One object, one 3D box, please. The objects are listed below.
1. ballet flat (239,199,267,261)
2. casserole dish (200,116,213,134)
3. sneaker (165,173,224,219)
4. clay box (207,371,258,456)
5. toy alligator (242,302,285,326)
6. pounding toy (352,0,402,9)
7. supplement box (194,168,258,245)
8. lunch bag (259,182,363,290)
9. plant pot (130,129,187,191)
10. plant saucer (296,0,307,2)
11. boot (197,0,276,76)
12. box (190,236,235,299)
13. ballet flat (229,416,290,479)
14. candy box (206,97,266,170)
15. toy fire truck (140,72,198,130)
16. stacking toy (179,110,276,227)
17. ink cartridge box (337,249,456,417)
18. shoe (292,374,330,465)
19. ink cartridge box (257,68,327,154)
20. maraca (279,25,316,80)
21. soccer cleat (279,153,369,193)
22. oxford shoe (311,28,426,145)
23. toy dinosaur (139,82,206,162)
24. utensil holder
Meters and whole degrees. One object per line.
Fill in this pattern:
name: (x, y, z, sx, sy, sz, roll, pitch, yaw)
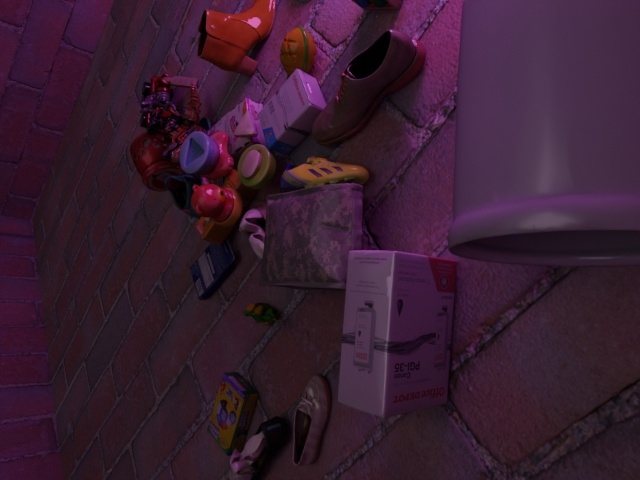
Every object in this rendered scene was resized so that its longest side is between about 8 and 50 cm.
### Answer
ballet flat: (-0.166, -0.020, 1.288, 0.108, 0.106, 0.316, -57, 48, 22)
casserole dish: (-0.441, -0.366, 1.679, 0.188, 0.036, 0.114, -46, 54, 31)
sneaker: (-0.431, -0.211, 1.538, 0.123, 0.178, 0.296, -22, 67, 41)
clay box: (-0.263, 0.517, 1.331, 0.127, 0.053, 0.222, 24, 100, 45)
toy alligator: (-0.148, 0.203, 1.274, 0.189, 0.056, 0.051, 3, 45, 46)
pounding toy: (0.075, -0.634, 1.096, 0.206, 0.180, 0.094, 29, 104, 44)
supplement box: (-0.296, -0.102, 1.430, 0.234, 0.080, 0.078, -55, 50, 13)
lunch bag: (0.000, 0.000, 1.073, 0.286, 0.168, 0.236, -3, 81, 50)
plant pot: (-0.610, -0.293, 1.731, 0.191, 0.191, 0.174, -40, 61, 34)
plant saucer: (-0.037, -0.810, 1.345, 0.194, 0.037, 0.195, -10, 75, 43)
boot: (-0.267, -0.687, 1.432, 0.104, 0.211, 0.296, 26, 101, 44)
box: (-0.350, 0.079, 1.506, 0.225, 0.036, 0.137, -45, 54, 29)
ballet flat: (-0.183, 0.571, 1.209, 0.095, 0.096, 0.281, 47, 116, 39)
candy box: (-0.278, -0.332, 1.481, 0.233, 0.071, 0.160, -23, 68, 40)
toy fire truck: (-0.611, -0.568, 1.829, 0.246, 0.158, 0.217, -17, 71, 54)
stacking toy: (-0.290, -0.229, 1.321, 0.279, 0.130, 0.309, -37, 63, 23)
ink cartridge box: (0.150, 0.168, 0.861, 0.117, 0.207, 0.284, 0, 83, 47)
shoe: (-0.026, 0.436, 1.098, 0.076, 0.058, 0.219, 7, 88, 46)
ink cartridge box: (-0.080, -0.357, 1.276, 0.190, 0.082, 0.140, -36, 59, 34)
maraca: (-0.068, -0.510, 1.285, 0.186, 0.099, 0.127, 114, 144, -52)
soccer cleat: (0.001, -0.172, 1.157, 0.288, 0.093, 0.121, -3, 74, 45)
oxford shoe: (0.077, -0.363, 1.082, 0.348, 0.130, 0.123, -40, 57, 34)
toy dinosaur: (-0.506, -0.422, 1.623, 0.322, 0.218, 0.165, -81, 6, -47)
utensil holder: (0.353, -0.171, 0.641, 0.327, 0.327, 0.387, -6, 76, 45)
